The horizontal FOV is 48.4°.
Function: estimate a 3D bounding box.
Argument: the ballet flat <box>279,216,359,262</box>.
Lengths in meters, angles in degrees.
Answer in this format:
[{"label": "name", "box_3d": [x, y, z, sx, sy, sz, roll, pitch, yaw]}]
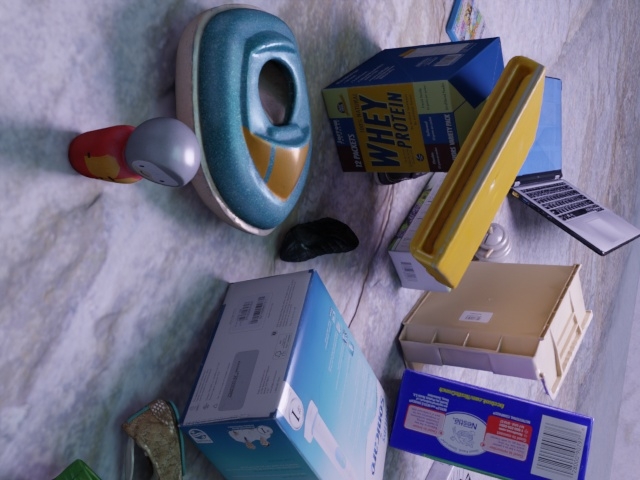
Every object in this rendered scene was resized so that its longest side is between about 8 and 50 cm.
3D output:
[{"label": "ballet flat", "box_3d": [0.000, 0.000, 1.028, 0.173, 0.049, 0.057, -3, 53, -55]}]

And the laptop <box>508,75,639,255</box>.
[{"label": "laptop", "box_3d": [0.621, -0.195, 1.714, 0.382, 0.408, 0.236, -12, 137, -53]}]

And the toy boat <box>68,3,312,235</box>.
[{"label": "toy boat", "box_3d": [-0.105, -0.116, 0.771, 0.318, 0.148, 0.267, -28, 115, -50]}]

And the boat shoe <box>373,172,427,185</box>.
[{"label": "boat shoe", "box_3d": [0.160, -0.142, 1.208, 0.206, 0.065, 0.075, -27, 115, -50]}]

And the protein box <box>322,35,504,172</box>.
[{"label": "protein box", "box_3d": [0.150, -0.204, 1.072, 0.200, 0.201, 0.136, -43, 127, -44]}]

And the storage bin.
[{"label": "storage bin", "box_3d": [0.314, 0.152, 1.278, 0.260, 0.262, 0.123, -45, 127, -43]}]

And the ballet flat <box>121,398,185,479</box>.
[{"label": "ballet flat", "box_3d": [-0.178, 0.275, 0.787, 0.067, 0.073, 0.206, -15, 104, -26]}]

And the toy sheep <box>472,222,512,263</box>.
[{"label": "toy sheep", "box_3d": [0.354, 0.008, 1.475, 0.132, 0.091, 0.091, 66, 40, -60]}]

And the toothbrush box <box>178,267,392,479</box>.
[{"label": "toothbrush box", "box_3d": [-0.023, 0.217, 0.888, 0.295, 0.126, 0.216, 60, 30, -37]}]

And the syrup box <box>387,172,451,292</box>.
[{"label": "syrup box", "box_3d": [0.220, -0.024, 1.275, 0.237, 0.096, 0.093, -56, 135, -36]}]

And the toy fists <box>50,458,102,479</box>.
[{"label": "toy fists", "box_3d": [-0.215, 0.343, 0.685, 0.142, 0.096, 0.279, -40, 128, -18]}]

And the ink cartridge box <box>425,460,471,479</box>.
[{"label": "ink cartridge box", "box_3d": [0.225, 0.512, 1.368, 0.207, 0.046, 0.097, -52, 131, -38]}]

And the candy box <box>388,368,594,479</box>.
[{"label": "candy box", "box_3d": [0.251, 0.297, 1.114, 0.317, 0.268, 0.122, 55, 49, -74]}]

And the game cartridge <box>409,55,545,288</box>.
[{"label": "game cartridge", "box_3d": [0.228, -0.075, 1.017, 0.285, 0.053, 0.324, -61, 164, -1]}]

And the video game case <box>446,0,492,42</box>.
[{"label": "video game case", "box_3d": [0.302, -0.410, 1.427, 0.166, 0.015, 0.119, 44, 59, -47]}]
